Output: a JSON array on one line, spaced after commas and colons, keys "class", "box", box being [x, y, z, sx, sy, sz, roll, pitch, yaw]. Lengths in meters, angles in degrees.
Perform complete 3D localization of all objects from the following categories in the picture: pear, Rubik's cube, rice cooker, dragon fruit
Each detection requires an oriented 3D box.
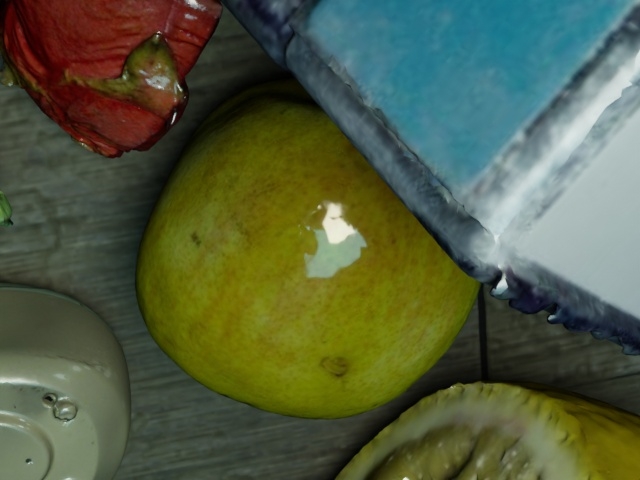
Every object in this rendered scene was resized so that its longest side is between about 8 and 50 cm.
[{"class": "pear", "box": [0.000, 0.000, 0.964, 0.200, 0.200, 0.200, -4, 116, -9]}, {"class": "Rubik's cube", "box": [0.161, -0.151, 0.802, 0.313, 0.318, 0.316, -49, 143, 14]}, {"class": "rice cooker", "box": [-0.210, 0.102, 1.009, 0.206, 0.127, 0.145, -8, 116, -17]}, {"class": "dragon fruit", "box": [-0.130, -0.114, 0.926, 0.127, 0.120, 0.161, 21, 114, -14]}]

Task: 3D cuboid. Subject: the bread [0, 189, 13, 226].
[{"class": "bread", "box": [-0.298, 0.029, 0.880, 0.301, 0.301, 0.045, -24, 91, 1]}]

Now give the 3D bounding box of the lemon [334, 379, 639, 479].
[{"class": "lemon", "box": [0.163, 0.278, 1.050, 0.364, 0.364, 0.364, -4, 116, -9]}]
